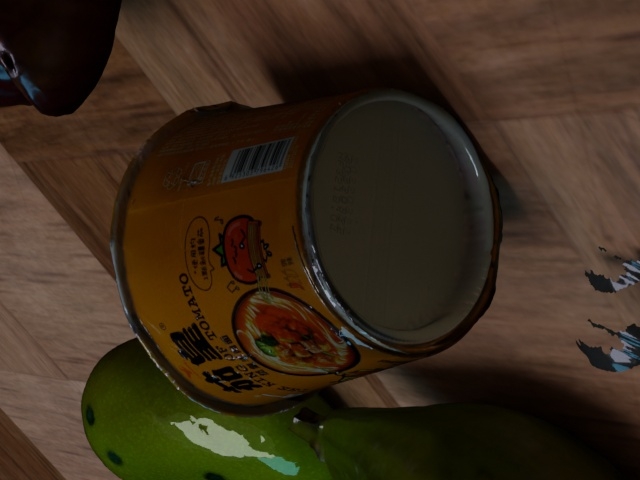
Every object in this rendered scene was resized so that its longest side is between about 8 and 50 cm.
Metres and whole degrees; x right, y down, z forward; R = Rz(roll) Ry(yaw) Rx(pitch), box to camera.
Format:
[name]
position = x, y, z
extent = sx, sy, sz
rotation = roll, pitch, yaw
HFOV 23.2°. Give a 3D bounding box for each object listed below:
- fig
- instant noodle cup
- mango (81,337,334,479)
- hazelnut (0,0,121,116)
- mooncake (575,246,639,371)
[fig]
position = 0.105, 0.216, 1.156
extent = 0.314, 0.233, 0.233
rotation = 42, 155, 8
[instant noodle cup]
position = 0.000, 0.000, 0.994
extent = 0.172, 0.216, 0.216
rotation = -14, 122, 49
[mango]
position = -0.107, 0.171, 1.474
extent = 0.293, 0.143, 0.175
rotation = 4, 139, 38
[hazelnut]
position = -0.229, -0.172, 1.071
extent = 0.202, 0.160, 0.170
rotation = 11, 143, 37
[mooncake]
position = 0.160, -0.057, 0.852
extent = 0.150, 0.057, 0.346
rotation = 28, 148, 52
